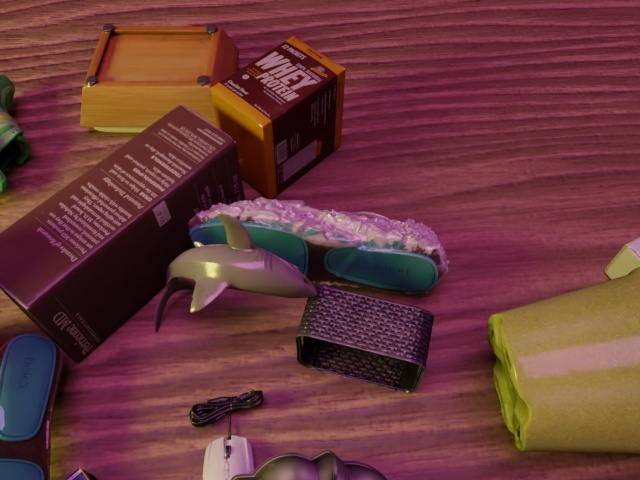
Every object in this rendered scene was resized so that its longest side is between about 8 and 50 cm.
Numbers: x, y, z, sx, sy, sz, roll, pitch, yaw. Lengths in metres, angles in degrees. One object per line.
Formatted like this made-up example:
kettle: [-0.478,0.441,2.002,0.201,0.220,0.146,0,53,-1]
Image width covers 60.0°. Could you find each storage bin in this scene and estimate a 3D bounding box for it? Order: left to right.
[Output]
storage bin: [0.062,0.143,0.799,0.180,0.122,0.084,13,58,8]

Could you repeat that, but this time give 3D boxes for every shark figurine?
shark figurine: [-0.165,0.061,0.773,0.278,0.166,0.116,-9,45,32]

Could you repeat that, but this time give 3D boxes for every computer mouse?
computer mouse: [-0.121,0.298,0.743,0.106,0.042,0.193,-7,57,-6]

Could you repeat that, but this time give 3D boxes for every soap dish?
soap dish: [-0.319,-0.329,1.112,0.291,0.118,0.229,0,57,1]

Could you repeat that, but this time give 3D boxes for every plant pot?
plant pot: [0.365,0.167,0.724,0.254,0.276,0.276,-9,56,6]

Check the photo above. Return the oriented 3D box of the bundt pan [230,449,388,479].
bundt pan: [-0.003,0.395,0.607,0.331,0.124,0.330,3,62,-6]

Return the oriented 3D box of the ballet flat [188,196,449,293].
ballet flat: [0.000,0.000,0.901,0.409,0.147,0.147,10,57,0]

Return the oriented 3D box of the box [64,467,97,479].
box: [-0.269,0.369,0.688,0.059,0.054,0.169,-40,66,-23]

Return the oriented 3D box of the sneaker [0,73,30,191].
sneaker: [-0.613,-0.193,1.045,0.124,0.109,0.295,8,52,-23]

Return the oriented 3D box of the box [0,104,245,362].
box: [-0.296,-0.018,0.863,0.143,0.191,0.381,36,64,21]

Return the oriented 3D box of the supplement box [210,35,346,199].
supplement box: [-0.070,-0.217,0.995,0.129,0.191,0.194,39,64,22]

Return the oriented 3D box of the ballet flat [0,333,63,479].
ballet flat: [-0.407,0.284,0.701,0.116,0.124,0.342,15,42,-28]

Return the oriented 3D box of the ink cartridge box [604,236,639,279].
ink cartridge box: [0.601,0.045,0.886,0.212,0.093,0.154,-22,59,-16]
